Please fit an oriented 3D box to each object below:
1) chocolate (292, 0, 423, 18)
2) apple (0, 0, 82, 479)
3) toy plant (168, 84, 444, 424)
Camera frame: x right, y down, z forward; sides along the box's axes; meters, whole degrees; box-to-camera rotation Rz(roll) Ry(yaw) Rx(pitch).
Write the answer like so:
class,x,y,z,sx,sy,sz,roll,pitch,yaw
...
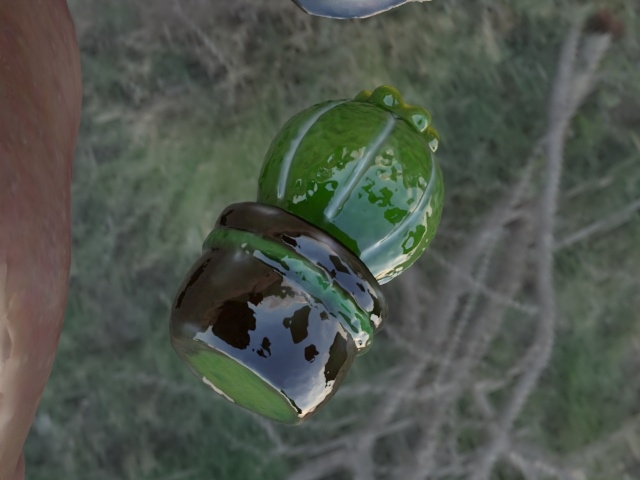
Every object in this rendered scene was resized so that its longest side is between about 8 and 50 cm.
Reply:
class,x,y,z,sx,sy,sz,roll,pitch,yaw
chocolate,0.022,-0.284,1.231,0.206,0.224,0.177,-41,155,-10
apple,-0.189,-0.001,0.537,0.235,0.306,0.306,8,130,-15
toy plant,0.000,0.000,0.890,0.162,0.093,0.093,-60,141,-21
